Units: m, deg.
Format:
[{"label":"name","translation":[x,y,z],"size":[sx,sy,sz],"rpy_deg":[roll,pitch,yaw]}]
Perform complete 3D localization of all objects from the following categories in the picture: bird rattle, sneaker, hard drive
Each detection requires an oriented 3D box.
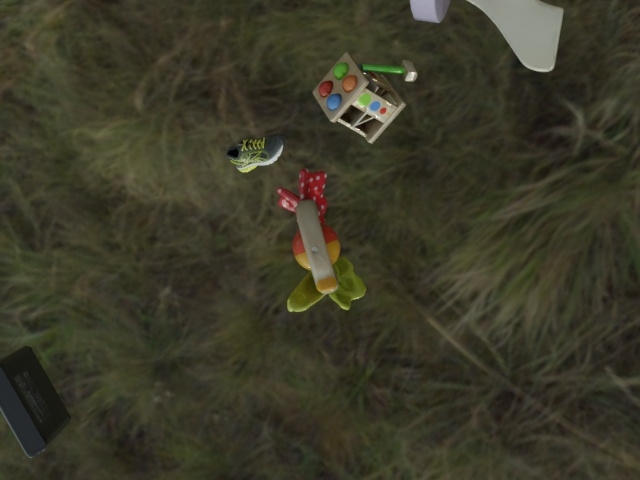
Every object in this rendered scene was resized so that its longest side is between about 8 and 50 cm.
[{"label":"bird rattle","translation":[0.000,0.000,1.781],"size":[0.143,0.207,0.253],"rpy_deg":[-7,93,-1]},{"label":"sneaker","translation":[-0.076,-0.104,1.199],"size":[0.083,0.031,0.035],"rpy_deg":[-25,139,38]},{"label":"hard drive","translation":[-0.287,0.155,1.024],"size":[0.022,0.135,0.094],"rpy_deg":[-29,93,-2]}]

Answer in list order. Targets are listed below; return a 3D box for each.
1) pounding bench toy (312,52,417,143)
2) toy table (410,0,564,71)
[{"label":"pounding bench toy","translation":[0.044,-0.148,0.988],"size":[0.083,0.065,0.052],"rpy_deg":[-48,43,19]},{"label":"toy table","translation":[0.192,-0.318,1.113],"size":[0.161,0.274,0.252],"rpy_deg":[10,112,11]}]
